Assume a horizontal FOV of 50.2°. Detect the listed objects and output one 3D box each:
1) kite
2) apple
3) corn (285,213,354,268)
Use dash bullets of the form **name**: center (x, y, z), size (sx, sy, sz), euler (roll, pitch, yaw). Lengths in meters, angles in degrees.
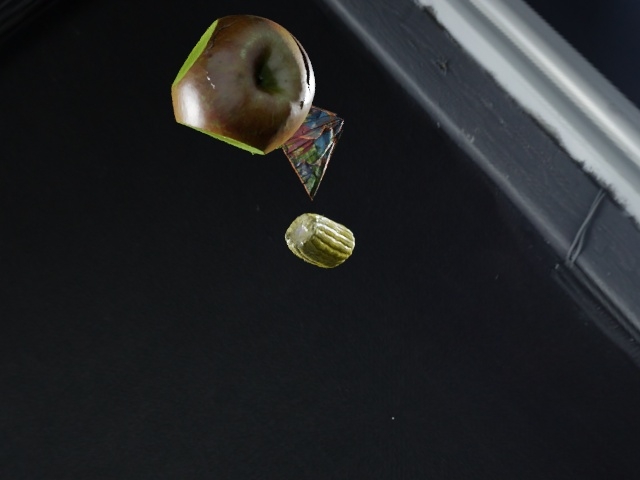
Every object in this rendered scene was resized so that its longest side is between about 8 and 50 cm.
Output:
- **kite**: center (-0.038, -0.170, 1.185), size (0.183, 0.241, 0.014), euler (-12, -146, 19)
- **apple**: center (-0.088, -0.167, 0.777), size (0.146, 0.147, 0.163), euler (33, -116, -27)
- **corn**: center (0.000, 0.000, 1.163), size (0.085, 0.165, 0.063), euler (-33, -115, 13)
